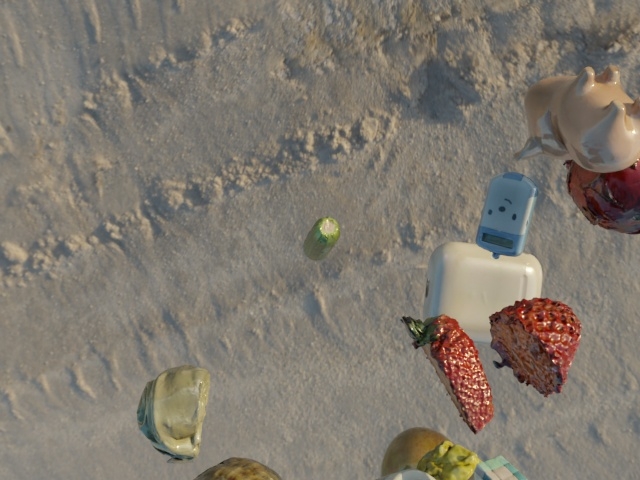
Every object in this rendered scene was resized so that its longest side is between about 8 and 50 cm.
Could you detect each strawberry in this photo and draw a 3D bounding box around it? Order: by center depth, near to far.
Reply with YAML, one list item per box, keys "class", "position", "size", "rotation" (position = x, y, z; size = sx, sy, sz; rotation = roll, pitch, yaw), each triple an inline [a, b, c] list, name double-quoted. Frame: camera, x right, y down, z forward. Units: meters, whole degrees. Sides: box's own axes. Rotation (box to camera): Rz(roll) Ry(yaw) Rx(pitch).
- class: "strawberry"
  position: [0.286, 0.260, 1.235]
  size: [0.106, 0.188, 0.286]
  rotation: [-32, 90, -1]
- class: "strawberry"
  position: [0.510, 0.226, 1.327]
  size: [0.178, 0.234, 0.234]
  rotation: [-31, 120, -16]

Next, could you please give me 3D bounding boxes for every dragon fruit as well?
- class: "dragon fruit"
  position: [0.842, -0.168, 1.612]
  size: [0.295, 0.302, 0.296]
  rotation: [0, 147, 0]

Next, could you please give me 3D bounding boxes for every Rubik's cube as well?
- class: "Rubik's cube"
  position: [0.280, 0.402, 0.937]
  size: [0.084, 0.075, 0.073]
  rotation: [1, 116, -17]

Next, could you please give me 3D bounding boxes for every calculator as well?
- class: "calculator"
  position: [0.439, -0.057, 1.370]
  size: [0.121, 0.039, 0.211]
  rotation: [20, 102, 42]

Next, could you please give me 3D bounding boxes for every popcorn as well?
- class: "popcorn"
  position: [0.276, 0.533, 1.240]
  size: [0.168, 0.195, 0.174]
  rotation: [-31, 84, 18]

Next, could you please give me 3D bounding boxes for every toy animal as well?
- class: "toy animal"
  position: [0.601, -0.265, 1.316]
  size: [0.236, 0.326, 0.269]
  rotation: [1, 137, -10]

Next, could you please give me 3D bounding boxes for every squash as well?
- class: "squash"
  position: [0.000, 0.000, 1.223]
  size: [0.066, 0.066, 0.229]
  rotation: [17, 166, -3]

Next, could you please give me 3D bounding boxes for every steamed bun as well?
- class: "steamed bun"
  position: [-0.336, 0.381, 1.289]
  size: [0.144, 0.211, 0.218]
  rotation: [9, 170, -22]

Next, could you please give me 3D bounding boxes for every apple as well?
- class: "apple"
  position: [0.300, 0.660, 1.655]
  size: [0.256, 0.234, 0.257]
  rotation: [8, 121, 14]

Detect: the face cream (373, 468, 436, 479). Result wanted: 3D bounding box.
- class: "face cream"
  position: [0.122, 0.530, 1.026]
  size: [0.201, 0.201, 0.187]
  rotation: [39, 128, -17]

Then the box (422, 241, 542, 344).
- class: "box"
  position: [0.475, 0.158, 1.697]
  size: [0.348, 0.141, 0.289]
  rotation: [7, 87, -11]

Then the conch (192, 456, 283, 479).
- class: "conch"
  position: [-0.119, 0.371, 0.742]
  size: [0.159, 0.210, 0.291]
  rotation: [48, 142, 11]
